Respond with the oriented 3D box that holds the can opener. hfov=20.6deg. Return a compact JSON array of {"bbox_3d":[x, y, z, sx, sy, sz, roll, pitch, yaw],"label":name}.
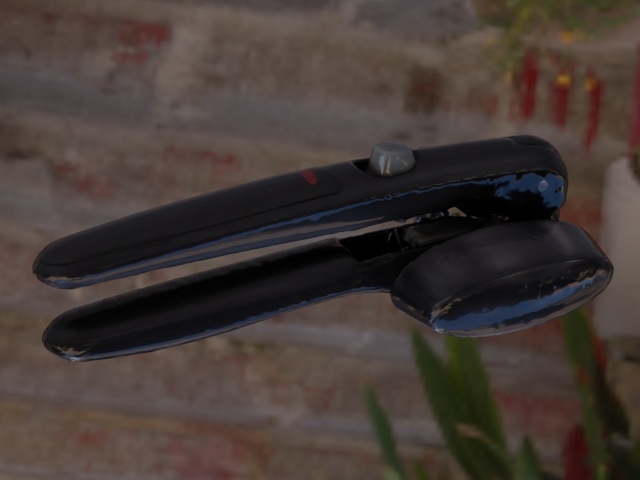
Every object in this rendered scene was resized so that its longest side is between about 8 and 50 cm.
[{"bbox_3d":[0.000,0.000,0.561,0.186,0.059,0.073,-6,-163,-19],"label":"can opener"}]
